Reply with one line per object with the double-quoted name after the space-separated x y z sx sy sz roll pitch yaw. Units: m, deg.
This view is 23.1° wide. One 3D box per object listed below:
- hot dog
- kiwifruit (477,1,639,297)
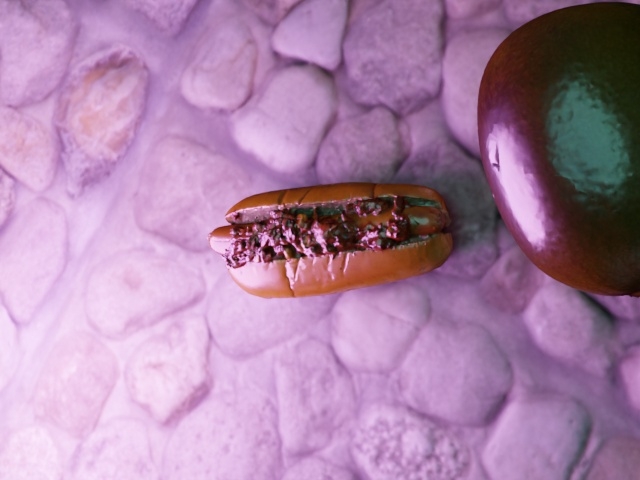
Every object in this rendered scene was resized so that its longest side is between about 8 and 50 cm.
0.000 0.000 1.427 0.249 0.076 0.102 -5 90 29 "hot dog"
0.224 -0.068 1.235 0.196 0.196 0.234 -16 86 29 "kiwifruit"
